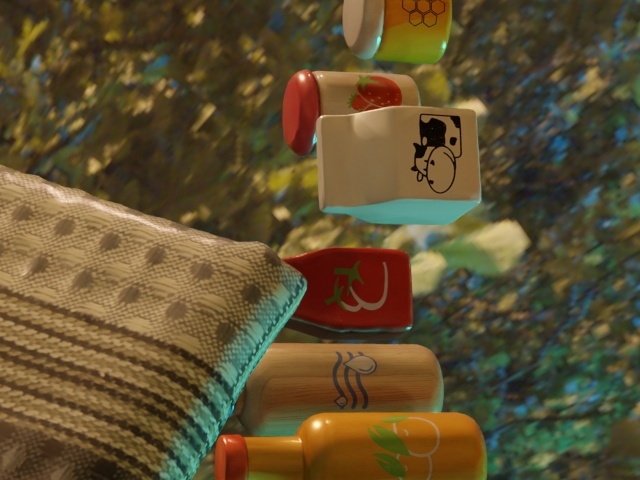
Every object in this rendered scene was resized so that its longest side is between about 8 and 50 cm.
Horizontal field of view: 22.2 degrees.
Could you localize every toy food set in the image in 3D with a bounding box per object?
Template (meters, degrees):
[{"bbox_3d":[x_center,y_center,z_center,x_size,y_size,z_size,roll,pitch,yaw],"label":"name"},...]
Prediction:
[{"bbox_3d":[0.000,0.000,0.689,0.104,0.111,0.232,1,-103,-15],"label":"toy food set"}]

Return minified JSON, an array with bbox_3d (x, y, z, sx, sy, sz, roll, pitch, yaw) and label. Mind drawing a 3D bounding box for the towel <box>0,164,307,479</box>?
[{"bbox_3d":[-0.214,0.078,0.513,0.324,0.056,0.312,19,-124,20],"label":"towel"}]
